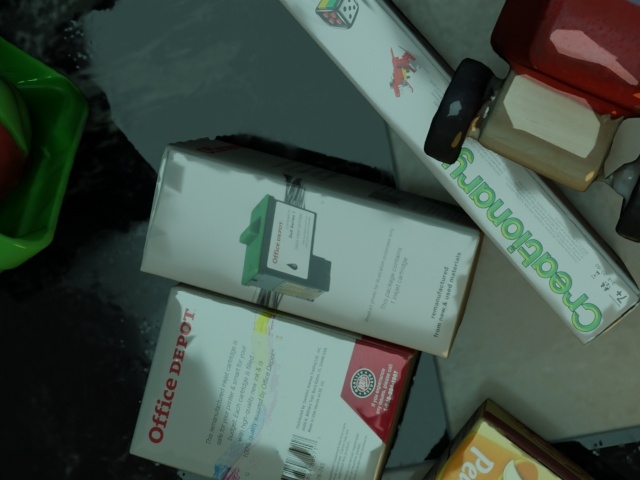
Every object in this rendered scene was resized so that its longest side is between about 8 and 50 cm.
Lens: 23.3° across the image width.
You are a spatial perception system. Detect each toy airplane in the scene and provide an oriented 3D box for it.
[{"bbox_3d":[0.198,-0.202,0.945,0.384,0.386,0.272,50,131,43],"label":"toy airplane"}]

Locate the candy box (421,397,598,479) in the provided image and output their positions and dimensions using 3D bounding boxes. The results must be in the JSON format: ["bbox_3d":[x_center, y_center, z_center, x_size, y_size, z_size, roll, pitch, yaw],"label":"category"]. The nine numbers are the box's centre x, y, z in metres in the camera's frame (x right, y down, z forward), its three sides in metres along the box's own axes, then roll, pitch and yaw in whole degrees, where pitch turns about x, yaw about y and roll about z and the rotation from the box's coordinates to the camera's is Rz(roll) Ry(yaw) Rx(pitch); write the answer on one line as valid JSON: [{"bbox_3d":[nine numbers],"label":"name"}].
[{"bbox_3d":[0.099,0.298,1.142,0.183,0.087,0.316,37,98,3],"label":"candy box"}]

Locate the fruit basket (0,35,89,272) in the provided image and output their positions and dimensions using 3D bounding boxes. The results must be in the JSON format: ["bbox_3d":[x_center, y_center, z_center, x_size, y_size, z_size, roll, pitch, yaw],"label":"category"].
[{"bbox_3d":[-0.311,-0.162,1.046,0.392,0.283,0.392,0,121,0],"label":"fruit basket"}]

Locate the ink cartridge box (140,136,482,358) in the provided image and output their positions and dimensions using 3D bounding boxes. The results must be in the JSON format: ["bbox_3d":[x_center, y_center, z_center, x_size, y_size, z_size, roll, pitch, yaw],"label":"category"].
[{"bbox_3d":[0.000,0.000,1.093,0.219,0.160,0.093,15,97,7],"label":"ink cartridge box"}]

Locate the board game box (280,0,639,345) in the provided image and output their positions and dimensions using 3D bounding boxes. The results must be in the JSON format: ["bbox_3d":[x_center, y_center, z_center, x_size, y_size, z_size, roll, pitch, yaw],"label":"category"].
[{"bbox_3d":[0.095,-0.070,1.057,0.053,0.193,0.305,-42,88,9],"label":"board game box"}]

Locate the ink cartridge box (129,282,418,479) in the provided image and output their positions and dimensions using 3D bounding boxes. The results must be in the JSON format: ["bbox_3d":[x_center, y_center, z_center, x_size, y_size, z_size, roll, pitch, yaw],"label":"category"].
[{"bbox_3d":[-0.029,0.107,1.122,0.176,0.127,0.128,17,98,6],"label":"ink cartridge box"}]
